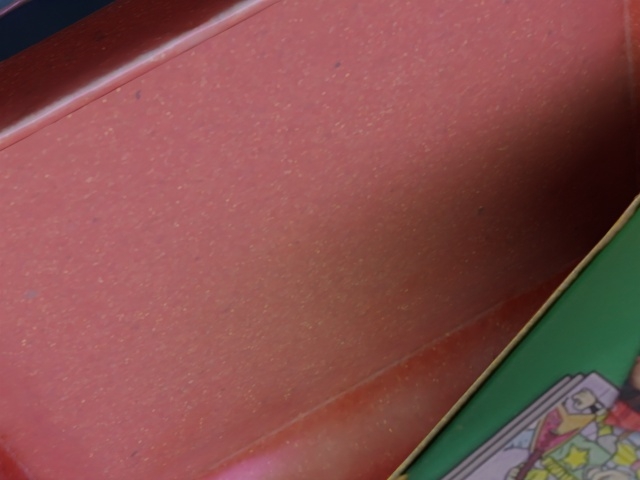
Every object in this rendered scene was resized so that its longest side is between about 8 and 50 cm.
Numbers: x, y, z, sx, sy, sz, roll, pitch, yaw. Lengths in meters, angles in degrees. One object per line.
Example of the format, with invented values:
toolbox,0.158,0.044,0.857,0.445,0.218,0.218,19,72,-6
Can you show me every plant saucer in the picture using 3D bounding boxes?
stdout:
plant saucer,0.000,0.000,0.483,0.258,0.048,0.259,-29,149,-5

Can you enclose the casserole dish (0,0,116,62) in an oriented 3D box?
casserole dish,-0.035,-0.055,0.485,0.188,0.037,0.114,-26,126,-7

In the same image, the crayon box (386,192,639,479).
crayon box,0.199,0.071,0.534,0.363,0.106,0.313,-46,132,-23
